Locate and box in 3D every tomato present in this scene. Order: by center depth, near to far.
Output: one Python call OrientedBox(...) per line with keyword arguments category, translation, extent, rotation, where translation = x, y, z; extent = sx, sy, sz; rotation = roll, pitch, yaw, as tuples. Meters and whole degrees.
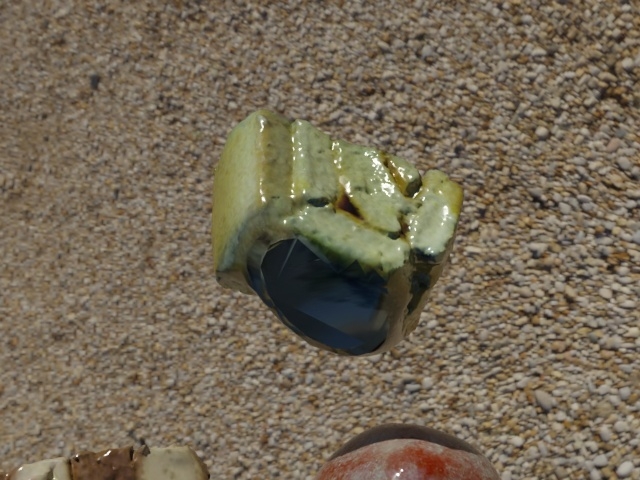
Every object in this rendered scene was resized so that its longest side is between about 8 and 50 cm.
OrientedBox(category="tomato", translation=(0.130, 0.427, 1.249), extent=(0.316, 0.317, 0.282), rotation=(-13, 38, 34))

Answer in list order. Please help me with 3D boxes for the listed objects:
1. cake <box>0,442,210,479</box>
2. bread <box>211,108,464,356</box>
OrientedBox(category="cake", translation=(-0.275, 0.388, 0.961), extent=(0.282, 0.290, 0.256), rotation=(134, 132, -58))
OrientedBox(category="bread", translation=(-0.009, 0.000, 1.235), extent=(0.395, 0.264, 0.239), rotation=(22, 131, 2))
